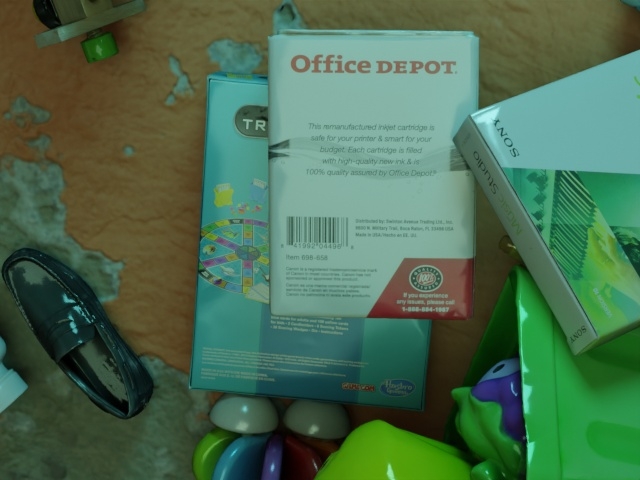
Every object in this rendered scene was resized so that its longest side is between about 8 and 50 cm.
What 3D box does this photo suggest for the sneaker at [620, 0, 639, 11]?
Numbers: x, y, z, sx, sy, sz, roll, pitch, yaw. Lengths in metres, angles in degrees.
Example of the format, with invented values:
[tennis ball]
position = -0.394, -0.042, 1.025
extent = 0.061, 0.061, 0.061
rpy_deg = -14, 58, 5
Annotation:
[sneaker]
position = 0.367, -0.388, 1.249
extent = 0.150, 0.135, 0.366
rpy_deg = 6, 101, -2

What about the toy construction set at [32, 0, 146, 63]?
[toy construction set]
position = -0.222, -0.283, 1.243
extent = 0.257, 0.309, 0.237
rpy_deg = -7, 106, 14

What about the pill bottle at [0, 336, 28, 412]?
[pill bottle]
position = -0.413, 0.114, 1.420
extent = 0.108, 0.108, 0.193
rpy_deg = -39, 96, 10

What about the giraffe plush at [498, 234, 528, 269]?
[giraffe plush]
position = 0.263, -0.031, 1.321
extent = 0.181, 0.170, 0.210
rpy_deg = 7, 78, 9

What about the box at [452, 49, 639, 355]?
[box]
position = 0.313, -0.060, 1.186
extent = 0.322, 0.058, 0.232
rpy_deg = -22, 73, -19

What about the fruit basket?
[fruit basket]
position = 0.129, 0.223, 1.236
extent = 0.392, 0.283, 0.392
rpy_deg = 3, 145, 2

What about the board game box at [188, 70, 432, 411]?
[board game box]
position = 0.000, 0.000, 1.382
extent = 0.254, 0.079, 0.336
rpy_deg = 5, 101, 3

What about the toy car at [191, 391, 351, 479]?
[toy car]
position = -0.046, 0.251, 1.397
extent = 0.182, 0.136, 0.159
rpy_deg = 6, 103, -10

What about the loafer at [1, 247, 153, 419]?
[loafer]
position = -0.266, 0.102, 1.421
extent = 0.076, 0.078, 0.223
rpy_deg = -38, 96, 10

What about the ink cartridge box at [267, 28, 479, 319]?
[ink cartridge box]
position = 0.052, -0.069, 1.265
extent = 0.197, 0.114, 0.272
rpy_deg = 1, 102, 4
